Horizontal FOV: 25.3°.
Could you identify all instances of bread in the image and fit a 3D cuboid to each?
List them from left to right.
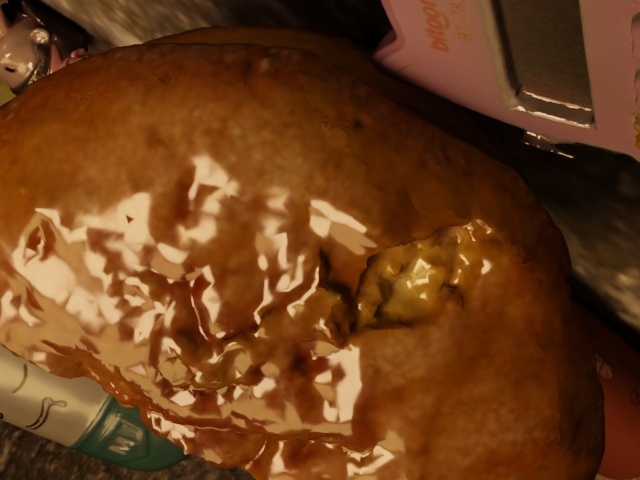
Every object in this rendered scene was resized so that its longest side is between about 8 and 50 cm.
[{"bbox_3d":[0.000,0.000,0.669,0.340,0.179,0.194,28,-161,-2],"label":"bread"}]

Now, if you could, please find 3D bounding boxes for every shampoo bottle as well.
[{"bbox_3d":[0.129,0.061,0.884,0.244,0.085,0.085,39,162,-31],"label":"shampoo bottle"}]

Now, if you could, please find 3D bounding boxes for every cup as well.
[{"bbox_3d":[-0.179,0.052,1.205,0.257,0.219,0.290,26,134,-14],"label":"cup"}]

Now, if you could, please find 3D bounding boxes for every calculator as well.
[{"bbox_3d":[0.142,-0.071,0.500,0.294,0.043,0.194,19,162,21],"label":"calculator"}]

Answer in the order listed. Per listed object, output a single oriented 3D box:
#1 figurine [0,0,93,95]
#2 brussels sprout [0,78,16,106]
[{"bbox_3d":[-0.195,-0.135,0.882,0.129,0.054,0.072,42,147,-22],"label":"figurine"},{"bbox_3d":[-0.206,-0.055,1.000,0.180,0.144,0.161,26,-154,-43],"label":"brussels sprout"}]
